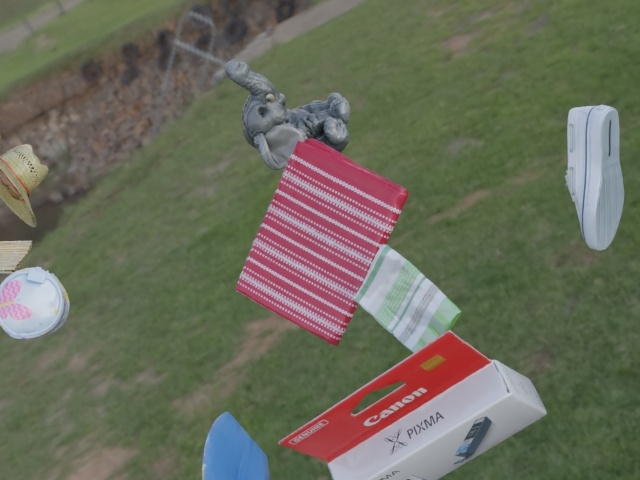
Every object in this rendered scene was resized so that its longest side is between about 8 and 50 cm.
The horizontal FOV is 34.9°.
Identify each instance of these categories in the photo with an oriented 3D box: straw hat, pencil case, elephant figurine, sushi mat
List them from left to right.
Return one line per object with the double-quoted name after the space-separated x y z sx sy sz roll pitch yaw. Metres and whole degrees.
-0.722 0.032 1.951 0.316 0.019 0.151 0 19 -1 "sushi mat"
-0.378 -0.088 1.280 0.061 0.144 0.144 -42 22 -20 "straw hat"
-0.501 0.111 1.782 0.124 0.113 0.273 -61 8 -8 "pencil case"
-0.077 -0.213 1.898 0.239 0.186 0.169 3 -15 -19 "elephant figurine"

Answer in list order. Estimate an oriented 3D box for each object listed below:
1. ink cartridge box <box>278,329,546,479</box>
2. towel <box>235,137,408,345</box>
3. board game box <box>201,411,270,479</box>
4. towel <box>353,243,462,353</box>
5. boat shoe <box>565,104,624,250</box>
0.133 0.262 1.416 0.296 0.261 0.066 -36 53 18 "ink cartridge box"
0.000 0.000 1.585 0.275 0.199 0.031 -66 -16 13 "towel"
-0.119 0.307 1.303 0.033 0.169 0.133 -12 44 24 "board game box"
0.120 0.092 1.441 0.023 0.152 0.113 -19 -37 -45 "towel"
0.422 -0.100 1.586 0.083 0.226 0.076 -10 17 -41 "boat shoe"
